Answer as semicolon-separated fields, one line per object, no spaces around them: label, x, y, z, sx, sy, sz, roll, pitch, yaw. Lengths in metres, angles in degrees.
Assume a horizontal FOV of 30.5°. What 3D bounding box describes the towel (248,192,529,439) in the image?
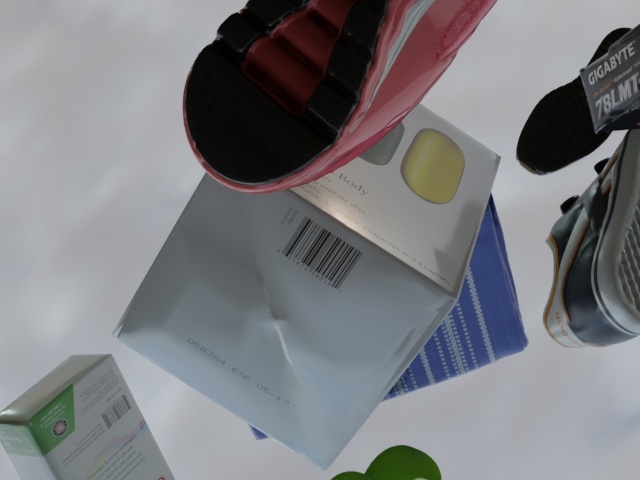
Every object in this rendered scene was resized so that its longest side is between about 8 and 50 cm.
towel;0.049;0.084;1.272;0.336;0.243;0.040;-19;-143;3

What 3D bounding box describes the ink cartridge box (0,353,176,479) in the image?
ink cartridge box;-0.297;0.272;1.490;0.093;0.212;0.154;-7;-155;41

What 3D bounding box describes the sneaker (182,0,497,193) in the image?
sneaker;0.048;-0.153;0.682;0.116;0.136;0.314;45;-87;12

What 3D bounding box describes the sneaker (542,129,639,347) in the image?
sneaker;0.309;-0.023;1.181;0.127;0.126;0.321;-34;-165;50

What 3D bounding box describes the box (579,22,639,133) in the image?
box;0.414;-0.174;0.956;0.295;0.293;0.073;-6;-101;-19

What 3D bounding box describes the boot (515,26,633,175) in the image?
boot;0.270;-0.117;1.239;0.077;0.137;0.198;43;-109;14

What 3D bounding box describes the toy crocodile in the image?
toy crocodile;0.013;0.356;1.228;0.105;0.115;0.340;28;-122;14

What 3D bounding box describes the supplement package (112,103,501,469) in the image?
supplement package;0.000;0.000;0.959;0.198;0.199;0.262;-56;-178;30
